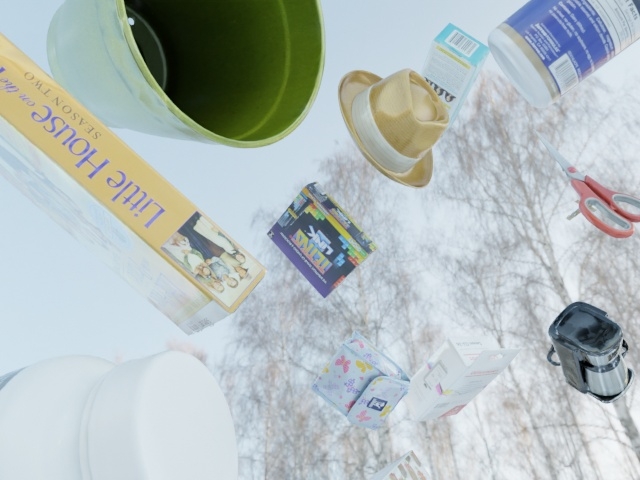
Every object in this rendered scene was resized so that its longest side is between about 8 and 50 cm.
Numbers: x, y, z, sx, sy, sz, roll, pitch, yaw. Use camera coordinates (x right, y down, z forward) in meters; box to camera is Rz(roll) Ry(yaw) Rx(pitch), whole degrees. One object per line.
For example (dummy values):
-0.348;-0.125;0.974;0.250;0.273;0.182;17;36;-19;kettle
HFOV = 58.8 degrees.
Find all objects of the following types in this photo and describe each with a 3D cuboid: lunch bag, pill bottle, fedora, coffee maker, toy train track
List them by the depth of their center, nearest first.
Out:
-0.233;0.192;0.443;0.318;0.176;0.176;-20;-51;14;pill bottle
0.044;0.150;0.597;0.083;0.053;0.071;38;-70;9;lunch bag
0.108;-0.160;0.729;0.194;0.194;0.079;33;-47;-26;fedora
0.408;-0.341;0.873;0.264;0.153;0.153;-37;-56;15;pill bottle
0.511;0.216;1.118;0.171;0.120;0.178;4;-41;39;coffee maker
0.563;-0.070;1.229;0.048;0.014;0.083;29;-34;-2;toy train track

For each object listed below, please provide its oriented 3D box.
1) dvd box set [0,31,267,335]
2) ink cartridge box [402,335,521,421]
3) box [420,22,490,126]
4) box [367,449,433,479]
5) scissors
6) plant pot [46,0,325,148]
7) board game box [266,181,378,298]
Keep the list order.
-0.266;-0.059;0.625;0.420;0.062;0.307;43;-22;-7;dvd box set
0.243;0.229;0.993;0.115;0.067;0.198;6;-50;-38;ink cartridge box
0.259;-0.325;1.182;0.100;0.060;0.244;37;-20;10;box
0.053;0.266;0.533;0.067;0.063;0.324;-38;-19;8;box
0.458;-0.112;1.027;0.109;0.297;0.021;-25;-38;-17;scissors
-0.242;-0.315;0.899;0.353;0.366;0.366;2;-38;42;plant pot
0.000;0.000;1.051;0.170;0.048;0.141;47;-57;9;board game box
